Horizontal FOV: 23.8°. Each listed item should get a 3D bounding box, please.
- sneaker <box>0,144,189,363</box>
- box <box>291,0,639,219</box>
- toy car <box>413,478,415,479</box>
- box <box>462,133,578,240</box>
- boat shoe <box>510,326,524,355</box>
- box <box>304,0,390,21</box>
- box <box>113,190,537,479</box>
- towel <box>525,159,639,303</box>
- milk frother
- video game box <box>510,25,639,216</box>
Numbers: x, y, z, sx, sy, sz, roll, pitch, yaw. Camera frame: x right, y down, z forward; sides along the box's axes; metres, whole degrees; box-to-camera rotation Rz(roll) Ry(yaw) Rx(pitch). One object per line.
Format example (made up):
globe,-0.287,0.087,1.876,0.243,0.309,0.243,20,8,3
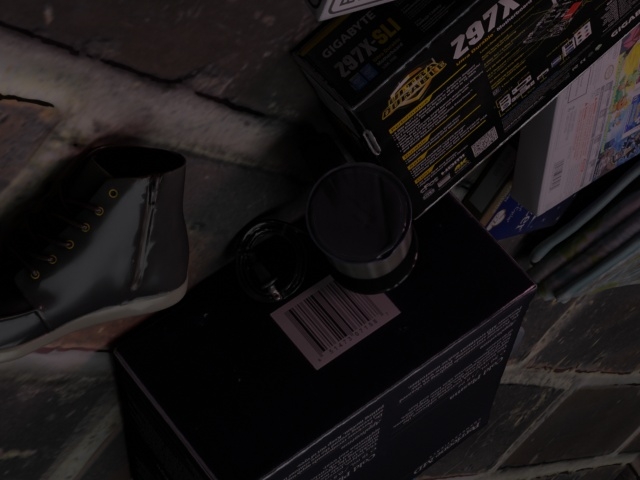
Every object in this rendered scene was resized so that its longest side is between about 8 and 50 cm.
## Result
sneaker,-0.193,0.004,1.045,0.222,0.083,0.118,-18,129,-32
box,0.148,-0.181,1.238,0.322,0.079,0.257,-41,155,-1
toy car,0.047,0.329,1.869,0.182,0.159,0.136,-49,156,15
box,0.241,-0.065,1.644,0.225,0.036,0.136,-15,145,-49
boat shoe,0.096,0.157,1.718,0.306,0.105,0.113,-39,154,-24
box,0.115,-0.255,0.977,0.290,0.087,0.169,-19,156,-29
box,-0.001,0.142,1.435,0.343,0.179,0.312,-33,156,-20
towel,0.448,-0.060,1.831,0.374,0.090,0.320,-39,163,31
milk frother,0.000,0.000,1.247,0.143,0.129,0.135,-47,167,-5
video game box,0.276,-0.146,1.495,0.187,0.048,0.205,-28,142,-28
